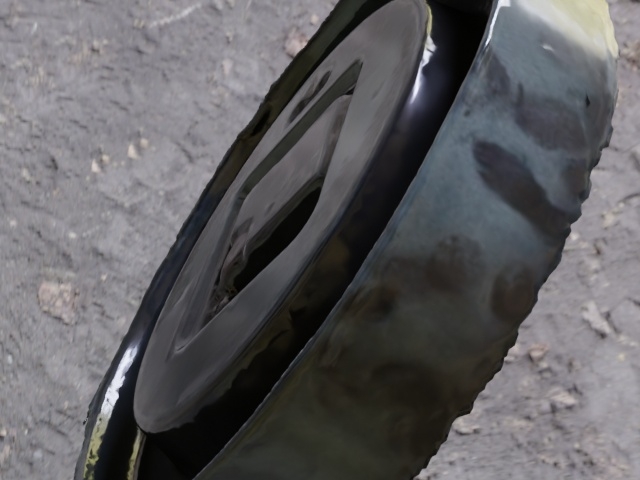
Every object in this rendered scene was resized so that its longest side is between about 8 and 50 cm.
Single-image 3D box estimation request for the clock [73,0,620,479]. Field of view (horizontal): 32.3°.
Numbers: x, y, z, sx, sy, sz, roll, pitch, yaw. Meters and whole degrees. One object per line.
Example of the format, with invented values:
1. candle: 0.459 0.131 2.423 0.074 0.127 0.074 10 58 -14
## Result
1. clock: -0.001 0.000 0.471 0.061 0.312 0.313 33 68 -16
